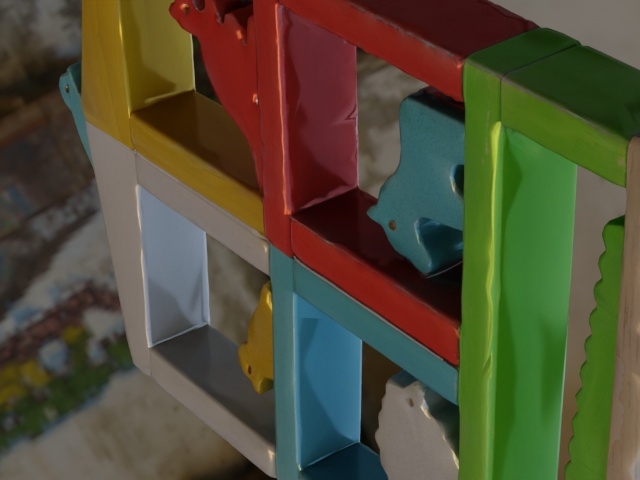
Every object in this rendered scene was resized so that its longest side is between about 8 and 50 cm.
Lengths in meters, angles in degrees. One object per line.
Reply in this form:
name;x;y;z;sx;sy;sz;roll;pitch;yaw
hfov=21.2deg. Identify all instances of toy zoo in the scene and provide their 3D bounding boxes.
toy zoo;0.000;0.000;0.517;0.030;0.192;0.293;-23;-142;-31
